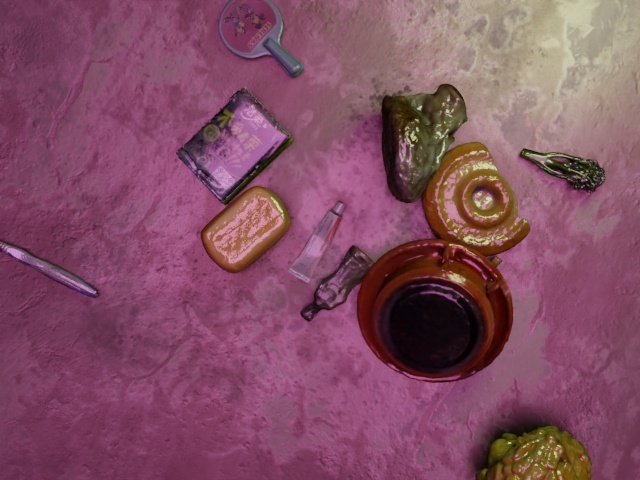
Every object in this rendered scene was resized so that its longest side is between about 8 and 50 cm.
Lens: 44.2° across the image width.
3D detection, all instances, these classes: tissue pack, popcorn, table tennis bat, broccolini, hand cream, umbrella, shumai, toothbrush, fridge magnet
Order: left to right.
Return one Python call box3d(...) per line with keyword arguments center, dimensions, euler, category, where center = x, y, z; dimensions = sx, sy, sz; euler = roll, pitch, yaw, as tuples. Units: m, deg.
box3d(center=(-0.731, 0.043, 1.939), dimensions=(0.413, 0.042, 0.035), euler=(27, 94, -1), category="toothbrush")
box3d(center=(-0.205, -0.224, 1.882), dimensions=(0.235, 0.073, 0.173), euler=(-44, 91, 4), category="tissue pack")
box3d(center=(-0.137, -0.484, 1.887), dimensions=(0.244, 0.040, 0.153), euler=(45, 93, 4), category="table tennis bat")
box3d(center=(0.001, 0.001, 1.908), dimensions=(0.052, 0.038, 0.216), euler=(36, 101, 24), category="hand cream")
box3d(center=(0.246, -0.220, 1.798), dimensions=(0.204, 0.222, 0.271), euler=(-2, 84, -1), category="shumai")
box3d(center=(0.261, 0.171, 1.827), dimensions=(0.364, 0.155, 0.363), euler=(4, 110, 11), category="fridge magnet")
box3d(center=(0.382, 0.098, 1.881), dimensions=(0.040, 0.037, 0.144), euler=(37, 106, 16), category="umbrella")
box3d(center=(0.493, 0.541, 1.805), dimensions=(0.270, 0.258, 0.224), euler=(-19, 86, -4), category="popcorn")
box3d(center=(0.574, -0.174, 1.871), dimensions=(0.203, 0.068, 0.091), euler=(23, 81, 16), category="broccolini")

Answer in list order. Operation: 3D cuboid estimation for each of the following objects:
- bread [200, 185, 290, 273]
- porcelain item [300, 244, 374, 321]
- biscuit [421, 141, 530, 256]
box3d(center=(-0.176, -0.026, 1.879), dimensions=(0.217, 0.098, 0.147), euler=(-37, 90, 2), category="bread")
box3d(center=(0.039, 0.114, 1.891), dimensions=(0.081, 0.069, 0.215), euler=(43, 93, -12), category="porcelain item")
box3d(center=(0.354, -0.080, 1.857), dimensions=(0.213, 0.091, 0.274), euler=(-34, 93, 2), category="biscuit")
